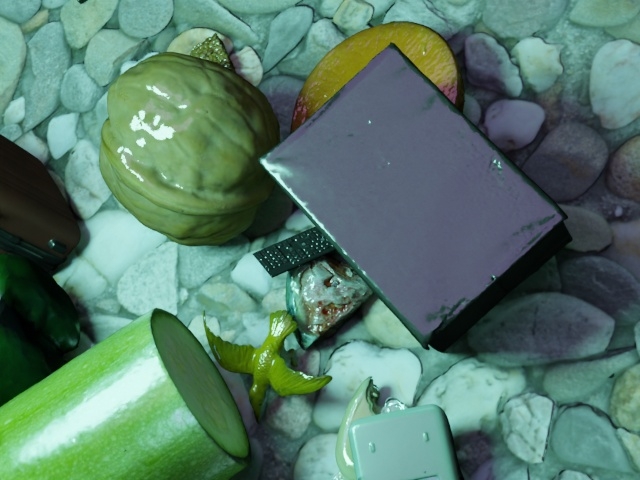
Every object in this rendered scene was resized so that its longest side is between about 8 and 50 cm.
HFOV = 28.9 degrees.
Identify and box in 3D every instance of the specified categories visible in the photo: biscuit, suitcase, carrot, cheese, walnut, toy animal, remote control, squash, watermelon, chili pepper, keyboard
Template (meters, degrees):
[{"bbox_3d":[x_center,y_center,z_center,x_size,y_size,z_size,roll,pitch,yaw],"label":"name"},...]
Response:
[{"bbox_3d":[-0.163,-0.256,2.051,0.064,0.034,0.199,-27,60,7],"label":"biscuit"},{"bbox_3d":[-0.540,-0.068,1.966,0.161,0.297,0.236,-40,58,9],"label":"suitcase"},{"bbox_3d":[0.085,-0.189,1.899,0.258,0.100,0.307,38,91,29],"label":"carrot"},{"bbox_3d":[0.048,0.312,1.699,0.127,0.050,0.235,32,79,27],"label":"cheese"},{"bbox_3d":[-0.191,-0.134,1.868,0.285,0.296,0.285,12,43,-12],"label":"walnut"},{"bbox_3d":[-0.066,0.187,1.785,0.219,0.155,0.095,19,37,27],"label":"toy animal"},{"bbox_3d":[0.128,0.368,1.613,0.140,0.056,0.296,-13,74,8],"label":"remote control"},{"bbox_3d":[-0.320,0.302,1.732,0.384,0.263,0.263,-32,59,5],"label":"squash"},{"bbox_3d":[0.008,0.063,1.823,0.139,0.071,0.187,-6,64,14],"label":"watermelon"},{"bbox_3d":[-0.501,0.156,1.877,0.233,0.257,0.248,-14,56,14],"label":"chili pepper"},{"bbox_3d":[0.000,0.000,1.833,0.198,0.010,0.063,-24,47,-20],"label":"keyboard"}]

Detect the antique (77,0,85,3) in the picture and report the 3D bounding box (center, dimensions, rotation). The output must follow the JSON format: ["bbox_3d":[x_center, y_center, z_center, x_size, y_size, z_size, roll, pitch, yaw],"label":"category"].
[{"bbox_3d":[-0.364,-0.492,2.251,0.192,0.015,0.031,-32,59,6],"label":"antique"}]

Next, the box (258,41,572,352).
[{"bbox_3d":[0.137,-0.049,1.693,0.251,0.204,0.345,-43,72,5],"label":"box"}]
